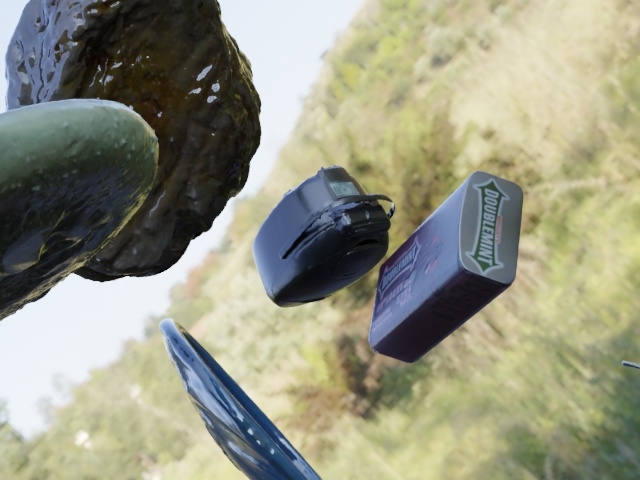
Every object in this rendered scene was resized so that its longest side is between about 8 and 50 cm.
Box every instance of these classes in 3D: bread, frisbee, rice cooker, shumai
[{"bbox_3d":[-0.112,-0.010,0.527,0.112,0.036,0.193,-31,-9,-8],"label":"bread"},{"bbox_3d":[-0.064,0.194,1.238,0.049,0.289,0.289,-42,-3,-5],"label":"frisbee"},{"bbox_3d":[0.001,0.000,1.585,0.142,0.118,0.203,-7,-30,-42],"label":"rice cooker"},{"bbox_3d":[-0.138,-0.100,0.951,0.183,0.218,0.185,-12,21,-3],"label":"shumai"}]

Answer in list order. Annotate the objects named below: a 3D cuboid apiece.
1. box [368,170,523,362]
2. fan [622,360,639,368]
[{"bbox_3d":[0.124,0.032,1.335,0.224,0.069,0.120,131,154,-58],"label":"box"},{"bbox_3d":[0.346,0.124,1.059,0.132,0.220,0.009,18,93,54],"label":"fan"}]
